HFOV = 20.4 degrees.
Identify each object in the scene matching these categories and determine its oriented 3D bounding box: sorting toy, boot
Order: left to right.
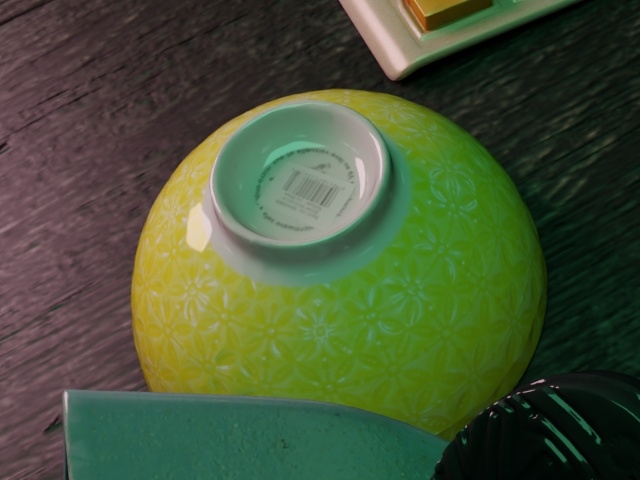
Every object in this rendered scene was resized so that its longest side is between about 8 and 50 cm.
[{"bbox_3d":[0.108,-0.233,1.371,0.208,0.038,0.193,-26,55,-5],"label":"sorting toy"},{"bbox_3d":[0.137,0.105,0.829,0.207,0.246,0.094,-29,69,-40],"label":"boot"}]

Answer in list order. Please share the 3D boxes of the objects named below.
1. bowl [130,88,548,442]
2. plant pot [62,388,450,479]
[{"bbox_3d":[0.000,0.000,1.168,0.289,0.156,0.289,-5,56,8],"label":"bowl"},{"bbox_3d":[-0.005,0.235,0.969,0.252,0.248,0.247,-4,54,-10],"label":"plant pot"}]
